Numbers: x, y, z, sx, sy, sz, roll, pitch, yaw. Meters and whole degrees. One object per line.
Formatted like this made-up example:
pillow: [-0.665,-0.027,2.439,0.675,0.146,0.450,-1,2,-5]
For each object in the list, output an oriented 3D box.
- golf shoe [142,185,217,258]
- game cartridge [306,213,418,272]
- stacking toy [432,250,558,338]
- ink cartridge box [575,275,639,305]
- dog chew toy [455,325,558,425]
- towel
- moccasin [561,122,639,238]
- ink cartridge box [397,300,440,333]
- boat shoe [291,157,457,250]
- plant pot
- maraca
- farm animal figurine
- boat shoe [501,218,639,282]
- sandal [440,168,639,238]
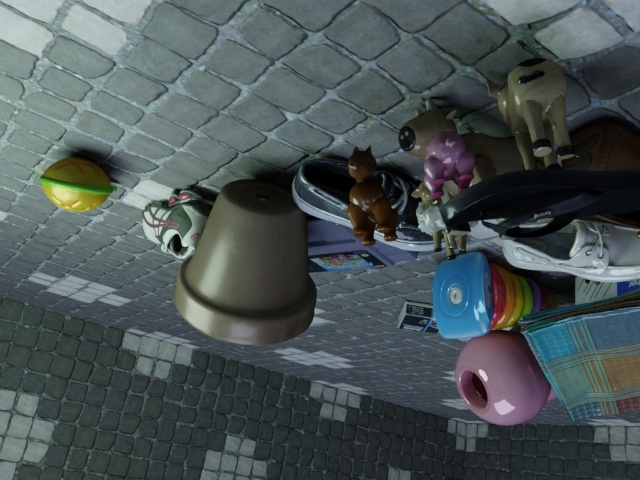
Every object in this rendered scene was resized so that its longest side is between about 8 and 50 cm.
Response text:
golf shoe: [-0.310,-0.021,1.287,0.105,0.120,0.273,20,158,-28]
game cartridge: [0.000,0.000,1.293,0.355,0.068,0.230,-7,149,35]
stacking toy: [0.409,0.130,1.352,0.301,0.175,0.165,7,165,-27]
ink cartridge box: [0.563,0.065,1.164,0.046,0.097,0.207,15,157,-15]
dog chew toy: [0.466,0.276,1.392,0.331,0.207,0.206,-16,170,-26]
towel: [0.566,0.233,1.191,0.271,0.040,0.370,-17,130,25]
moccasin: [0.502,-0.035,0.866,0.380,0.147,0.139,20,156,-25]
ink cartridge box: [0.325,0.231,1.752,0.206,0.045,0.208,8,160,3]
boat shoe: [0.103,-0.067,1.027,0.301,0.108,0.102,18,159,-3]
plant pot: [-0.119,0.023,1.117,0.263,0.263,0.229,11,117,-5]
maraca: [-0.451,-0.105,1.171,0.127,0.099,0.186,14,-176,-6]
farm animal figurine: [0.198,-0.111,0.809,0.326,0.172,0.330,13,154,-44]
boat shoe: [0.451,0.010,1.070,0.277,0.098,0.096,0,158,25]
sandal: [0.261,-0.037,0.682,0.254,0.055,0.097,-5,161,-4]
